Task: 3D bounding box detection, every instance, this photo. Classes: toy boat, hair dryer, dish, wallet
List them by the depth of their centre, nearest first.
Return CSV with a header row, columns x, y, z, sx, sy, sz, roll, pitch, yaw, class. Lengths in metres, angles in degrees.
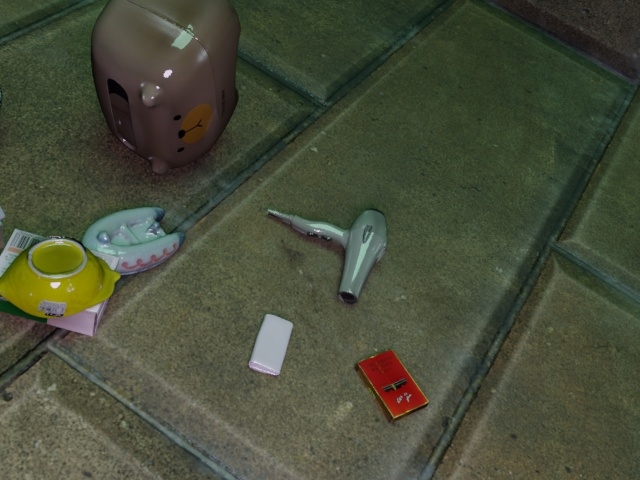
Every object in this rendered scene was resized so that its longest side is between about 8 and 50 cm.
x,y,z,sx,sy,sz,roll,pitch,yaw,class
-0.440,0.049,1.347,0.207,0.080,0.149,-8,54,-26,dish
-0.092,0.195,1.497,0.061,0.025,0.122,18,44,-2,wallet
-0.365,-0.008,1.543,0.207,0.079,0.134,-21,62,-38,toy boat
0.013,0.029,1.682,0.267,0.092,0.229,1,53,-3,hair dryer

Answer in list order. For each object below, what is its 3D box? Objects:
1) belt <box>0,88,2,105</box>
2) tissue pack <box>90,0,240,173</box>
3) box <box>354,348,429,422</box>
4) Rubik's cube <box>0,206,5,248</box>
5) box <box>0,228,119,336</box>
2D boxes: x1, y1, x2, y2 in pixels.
x,y,z,sx,sy,sz,roll,pitch,yaw,class
-0.750,-0.274,1.588,0.207,0.150,0.257,-13,55,-42,belt
-0.324,-0.334,1.651,0.267,0.387,0.277,32,62,9,tissue pack
0.134,0.274,1.516,0.090,0.023,0.133,-15,55,-30,box
-0.673,-0.042,1.343,0.265,0.213,0.224,-27,59,-34,Rubik's cube
-0.474,0.074,1.419,0.199,0.081,0.135,16,45,-5,box
